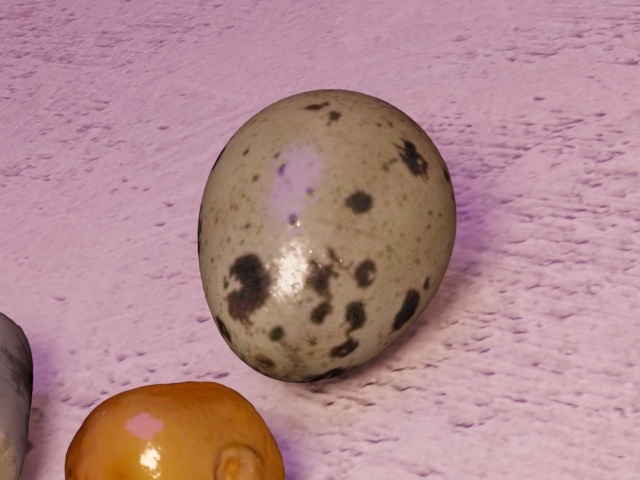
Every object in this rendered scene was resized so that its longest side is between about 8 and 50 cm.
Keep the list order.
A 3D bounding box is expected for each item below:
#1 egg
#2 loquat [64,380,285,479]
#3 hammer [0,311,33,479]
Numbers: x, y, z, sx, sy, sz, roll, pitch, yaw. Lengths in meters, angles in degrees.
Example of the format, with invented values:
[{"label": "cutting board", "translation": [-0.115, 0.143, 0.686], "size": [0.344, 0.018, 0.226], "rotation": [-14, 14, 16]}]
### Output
[{"label": "egg", "translation": [0.000, 0.000, 1.196], "size": [0.177, 0.177, 0.228], "rotation": [-5, 43, 30]}, {"label": "loquat", "translation": [-0.093, 0.143, 1.068], "size": [0.137, 0.113, 0.137], "rotation": [-16, -5, -1]}, {"label": "hammer", "translation": [-0.348, 0.160, 1.237], "size": [0.305, 0.113, 0.202], "rotation": [-24, 23, 6]}]
